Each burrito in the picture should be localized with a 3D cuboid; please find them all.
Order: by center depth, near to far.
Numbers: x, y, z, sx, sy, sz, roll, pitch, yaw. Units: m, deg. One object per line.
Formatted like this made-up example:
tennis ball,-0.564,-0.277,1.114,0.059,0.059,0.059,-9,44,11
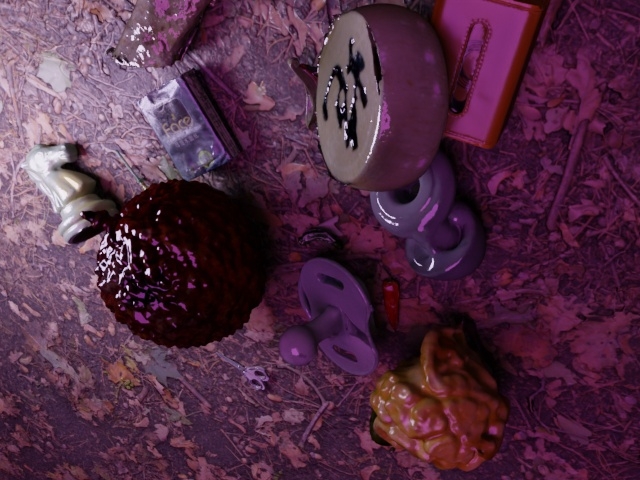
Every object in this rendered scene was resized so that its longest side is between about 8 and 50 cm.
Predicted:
burrito,-0.358,-0.490,1.473,0.175,0.107,0.348,51,125,7

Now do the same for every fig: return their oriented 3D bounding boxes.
fig,0.188,0.472,1.794,0.117,0.117,0.178,1,103,24

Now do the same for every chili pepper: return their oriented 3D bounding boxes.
chili pepper,0.002,-0.008,1.636,0.117,0.035,0.055,6,134,10
chili pepper,0.180,0.165,1.657,0.045,0.027,0.178,5,122,21

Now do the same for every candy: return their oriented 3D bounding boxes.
candy,-0.492,-0.162,1.765,0.060,0.060,0.201,-32,95,35

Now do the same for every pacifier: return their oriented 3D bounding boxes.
pacifier,0.000,0.212,1.631,0.288,0.269,0.344,16,124,46

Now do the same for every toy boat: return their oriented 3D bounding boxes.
toy boat,-0.017,-0.323,1.417,0.071,0.089,0.185,-21,135,-4

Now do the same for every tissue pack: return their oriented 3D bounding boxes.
tissue pack,0.292,-0.339,1.234,0.194,0.145,0.275,18,126,12
tissue pack,-0.320,-0.278,1.595,0.173,0.073,0.236,-17,112,32

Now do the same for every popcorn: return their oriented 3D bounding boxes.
popcorn,0.297,0.368,1.575,0.349,0.349,0.382,23,87,11

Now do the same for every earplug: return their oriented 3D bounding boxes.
earplug,0.238,-0.060,1.422,0.214,0.175,0.326,-27,96,39

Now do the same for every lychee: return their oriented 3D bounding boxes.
lychee,-0.358,0.047,1.604,0.424,0.425,0.500,-22,134,33

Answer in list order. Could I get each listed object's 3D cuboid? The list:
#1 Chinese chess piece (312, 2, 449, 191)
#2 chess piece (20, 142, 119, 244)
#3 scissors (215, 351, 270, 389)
Chinese chess piece,0.102,-0.267,1.242,0.146,0.349,0.349,-4,126,-19
chess piece,-0.706,-0.150,1.822,0.175,0.175,0.298,-36,87,36
scissors,-0.241,0.390,1.994,0.189,0.015,0.100,28,129,9
